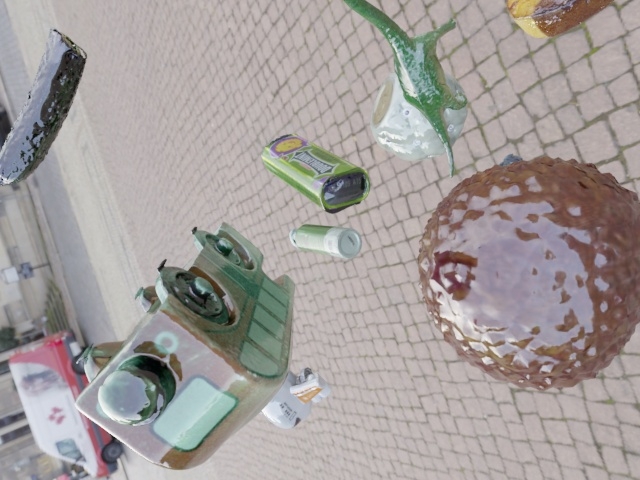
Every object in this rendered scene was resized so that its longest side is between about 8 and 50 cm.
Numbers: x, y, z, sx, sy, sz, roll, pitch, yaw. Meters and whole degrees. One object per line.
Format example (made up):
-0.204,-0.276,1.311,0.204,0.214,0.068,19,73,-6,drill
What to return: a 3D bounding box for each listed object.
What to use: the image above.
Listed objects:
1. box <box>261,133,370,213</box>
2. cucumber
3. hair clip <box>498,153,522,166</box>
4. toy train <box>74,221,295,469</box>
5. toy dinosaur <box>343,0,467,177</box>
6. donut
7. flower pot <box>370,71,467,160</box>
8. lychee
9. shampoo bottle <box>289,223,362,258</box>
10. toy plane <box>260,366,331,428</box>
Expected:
-0.022,-0.178,1.287,0.345,0.134,0.097,41,152,52,box
-0.413,-0.190,0.764,0.067,0.067,0.245,20,90,53,cucumber
0.464,-0.075,1.377,0.195,0.206,0.310,32,134,-2,hair clip
-0.112,0.088,0.508,0.159,0.129,0.326,39,-170,-10,toy train
0.153,-0.288,0.909,0.087,0.301,0.446,-2,113,42,toy dinosaur
0.614,-0.597,1.325,0.112,0.151,0.295,40,164,-30,donut
0.243,-0.323,1.307,0.246,0.196,0.245,-167,90,-74,flower pot
0.227,0.033,0.575,0.261,0.261,0.260,34,134,45,lychee
0.000,0.000,1.049,0.205,0.065,0.065,8,113,56,shampoo bottle
-0.100,0.316,1.060,0.244,0.245,0.117,107,170,-45,toy plane
